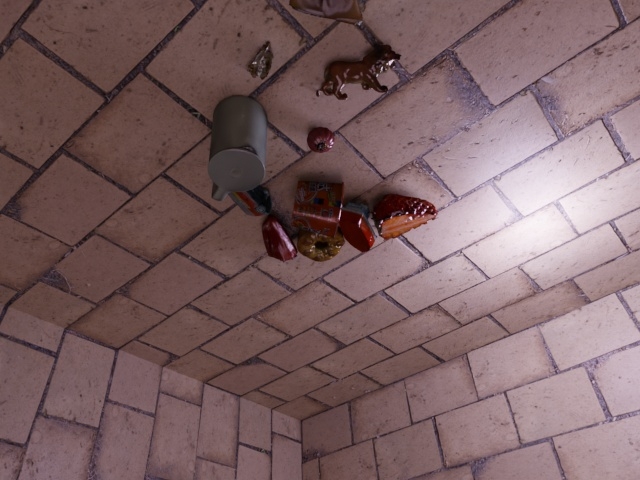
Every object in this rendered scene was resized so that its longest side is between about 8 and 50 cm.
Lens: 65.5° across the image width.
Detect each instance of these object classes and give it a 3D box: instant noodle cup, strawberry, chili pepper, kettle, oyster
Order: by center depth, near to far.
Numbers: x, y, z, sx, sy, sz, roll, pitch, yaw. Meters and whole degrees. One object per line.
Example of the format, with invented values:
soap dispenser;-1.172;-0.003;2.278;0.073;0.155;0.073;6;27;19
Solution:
oyster;-0.195;-0.610;1.701;0.132;0.029;0.086;-35;136;25
kettle;-0.316;-0.333;1.785;0.265;0.317;0.205;-22;137;16
instant noodle cup;-0.016;-0.141;2.099;0.192;0.250;0.250;10;137;-2
strawberry;0.352;-0.133;2.203;0.281;0.150;0.253;-26;155;19
chili pepper;-0.207;-0.023;2.302;0.137;0.144;0.252;-23;126;-5

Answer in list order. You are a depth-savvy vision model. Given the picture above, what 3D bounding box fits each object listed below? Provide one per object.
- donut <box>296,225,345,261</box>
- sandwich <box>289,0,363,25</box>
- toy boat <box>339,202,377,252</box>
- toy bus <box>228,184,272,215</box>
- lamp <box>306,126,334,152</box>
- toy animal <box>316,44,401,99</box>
donut;-0.001;-0.001;2.334;0.227;0.113;0.226;-2;139;-2
sandwich;0.039;-0.770;1.448;0.228;0.155;0.198;9;136;-15
toy boat;0.182;-0.064;2.277;0.145;0.133;0.331;14;157;24
toy bus;-0.311;-0.205;2.084;0.120;0.121;0.265;-14;139;23
lamp;0.001;-0.388;1.918;0.108;0.092;0.107;-4;138;-4
toy animal;0.127;-0.584;1.726;0.313;0.097;0.157;-7;126;6
